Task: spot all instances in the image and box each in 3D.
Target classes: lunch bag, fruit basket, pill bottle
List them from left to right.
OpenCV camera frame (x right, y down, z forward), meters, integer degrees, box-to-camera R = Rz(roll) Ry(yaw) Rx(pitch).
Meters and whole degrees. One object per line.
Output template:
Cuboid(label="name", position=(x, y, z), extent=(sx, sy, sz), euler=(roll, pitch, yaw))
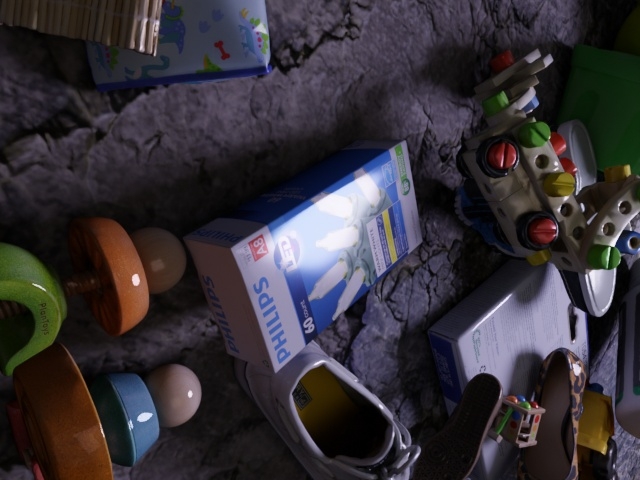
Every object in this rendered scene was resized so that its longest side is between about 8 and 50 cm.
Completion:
Cuboid(label="lunch bag", position=(-0.121, -0.193, 0.408), extent=(0.151, 0.096, 0.128), euler=(-8, 109, -4))
Cuboid(label="pill bottle", position=(0.705, 0.206, 0.991), extent=(0.204, 0.204, 0.361), euler=(49, 51, -34))
Cuboid(label="fruit basket", position=(0.590, -0.255, 0.823), extent=(0.392, 0.283, 0.392), euler=(-17, 128, -23))

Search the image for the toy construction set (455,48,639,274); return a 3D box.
Cuboid(label="toy construction set", position=(0.296, -0.095, 0.632), extent=(0.215, 0.151, 0.327), euler=(-33, 85, -6))

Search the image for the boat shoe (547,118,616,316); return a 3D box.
Cuboid(label="boat shoe", position=(0.382, -0.031, 0.781), extent=(0.114, 0.091, 0.302), euler=(-14, 96, -39))

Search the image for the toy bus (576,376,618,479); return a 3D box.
Cuboid(label="toy bus", position=(0.528, 0.388, 1.020), extent=(0.211, 0.150, 0.220), euler=(-51, 129, -35))

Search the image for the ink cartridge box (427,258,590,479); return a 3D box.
Cuboid(label="ink cartridge box", position=(0.340, 0.198, 0.863), extent=(0.330, 0.071, 0.324), euler=(-32, 118, -28))

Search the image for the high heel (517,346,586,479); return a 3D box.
Cuboid(label="high heel", position=(0.358, 0.304, 0.796), extent=(0.261, 0.093, 0.186), euler=(-51, 131, -33))

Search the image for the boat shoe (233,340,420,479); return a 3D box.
Cuboid(label="boat shoe", position=(0.048, 0.245, 0.605), extent=(0.136, 0.156, 0.367), euler=(-43, 123, -20))

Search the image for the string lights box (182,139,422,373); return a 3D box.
Cuboid(label="string lights box", position=(0.000, 0.000, 0.525), extent=(0.260, 0.077, 0.133), euler=(-36, 122, -38))

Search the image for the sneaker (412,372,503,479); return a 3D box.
Cuboid(label="sneaker", position=(0.199, 0.276, 0.697), extent=(0.188, 0.066, 0.071), euler=(-50, 146, -15))

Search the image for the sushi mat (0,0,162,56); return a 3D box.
Cuboid(label="sushi mat", position=(-0.163, -0.298, 0.339), extent=(0.152, 0.019, 0.316), euler=(11, 98, 6))

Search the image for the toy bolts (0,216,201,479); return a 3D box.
Cuboid(label="toy bolts", position=(-0.157, 0.112, 0.409), extent=(0.159, 0.218, 0.228), euler=(-18, 130, -38))

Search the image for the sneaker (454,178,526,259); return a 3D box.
Cuboid(label="sneaker", position=(0.265, -0.048, 0.753), extent=(0.191, 0.071, 0.082), euler=(39, 65, -39))

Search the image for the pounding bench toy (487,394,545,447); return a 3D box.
Cuboid(label="pounding bench toy", position=(0.297, 0.276, 0.775), extent=(0.083, 0.052, 0.065), euler=(11, 95, -38))
